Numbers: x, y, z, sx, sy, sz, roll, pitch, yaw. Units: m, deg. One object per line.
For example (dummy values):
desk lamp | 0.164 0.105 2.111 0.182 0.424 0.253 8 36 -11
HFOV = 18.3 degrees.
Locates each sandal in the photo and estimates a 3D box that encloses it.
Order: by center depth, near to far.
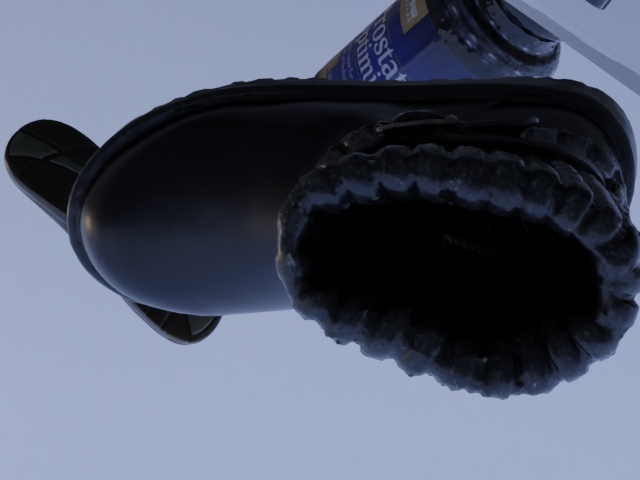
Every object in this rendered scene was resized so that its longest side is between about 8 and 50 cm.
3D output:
sandal | -0.161 -0.004 1.550 0.219 0.060 0.090 39 -117 6

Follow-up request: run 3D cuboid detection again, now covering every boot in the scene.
boot | 0.000 -0.004 1.035 0.348 0.131 0.260 -10 -164 15

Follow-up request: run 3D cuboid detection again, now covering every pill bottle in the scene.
pill bottle | 0.101 -0.140 1.494 0.219 0.123 0.123 -40 177 38

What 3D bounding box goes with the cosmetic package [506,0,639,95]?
cosmetic package | 0.153 -0.128 0.924 0.239 0.099 0.060 34 -152 -4
